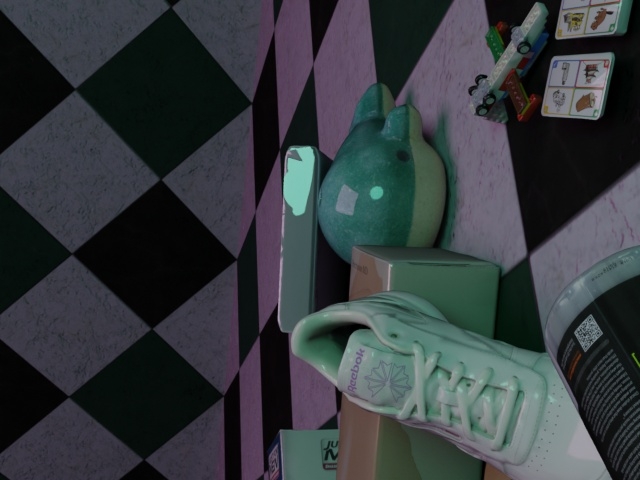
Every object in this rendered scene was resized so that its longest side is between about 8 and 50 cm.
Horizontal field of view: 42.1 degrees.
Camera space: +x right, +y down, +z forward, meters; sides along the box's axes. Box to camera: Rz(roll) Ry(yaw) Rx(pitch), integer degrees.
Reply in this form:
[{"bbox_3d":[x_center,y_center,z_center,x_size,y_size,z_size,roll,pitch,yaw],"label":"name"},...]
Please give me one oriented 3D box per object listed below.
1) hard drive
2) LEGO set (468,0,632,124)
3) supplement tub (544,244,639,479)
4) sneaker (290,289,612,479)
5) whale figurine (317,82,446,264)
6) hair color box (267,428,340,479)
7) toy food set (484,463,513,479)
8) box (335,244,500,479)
[{"bbox_3d":[0.000,0.000,1.200,0.353,0.047,0.233,3,-91,-81],"label":"hard drive"},{"bbox_3d":[0.201,-0.196,0.734,0.244,0.060,0.183,-156,74,-67],"label":"LEGO set"},{"bbox_3d":[0.210,0.100,0.457,0.190,0.117,0.117,-103,21,-50],"label":"supplement tub"},{"bbox_3d":[0.102,0.127,0.663,0.305,0.152,0.114,20,102,42],"label":"sneaker"},{"bbox_3d":[0.060,-0.084,1.041,0.216,0.141,0.272,107,160,-46],"label":"whale figurine"},{"bbox_3d":[0.036,0.407,0.994,0.105,0.173,0.347,114,155,-60],"label":"hair color box"},{"bbox_3d":[0.184,0.217,0.729,0.132,0.038,0.192,123,152,-51],"label":"toy food set"},{"bbox_3d":[0.098,0.166,0.890,0.148,0.121,0.311,-159,72,-75],"label":"box"}]
